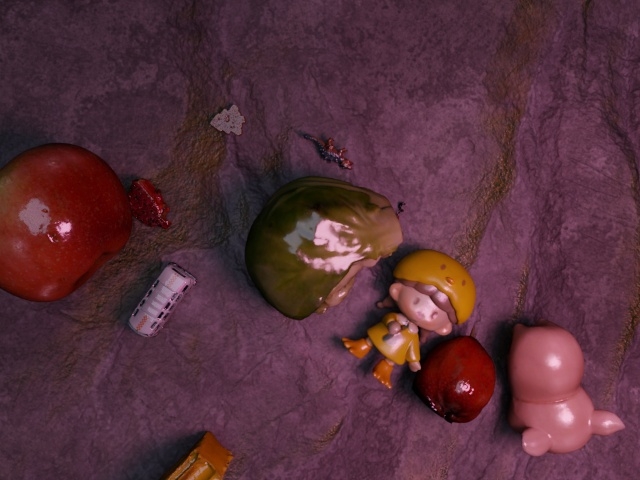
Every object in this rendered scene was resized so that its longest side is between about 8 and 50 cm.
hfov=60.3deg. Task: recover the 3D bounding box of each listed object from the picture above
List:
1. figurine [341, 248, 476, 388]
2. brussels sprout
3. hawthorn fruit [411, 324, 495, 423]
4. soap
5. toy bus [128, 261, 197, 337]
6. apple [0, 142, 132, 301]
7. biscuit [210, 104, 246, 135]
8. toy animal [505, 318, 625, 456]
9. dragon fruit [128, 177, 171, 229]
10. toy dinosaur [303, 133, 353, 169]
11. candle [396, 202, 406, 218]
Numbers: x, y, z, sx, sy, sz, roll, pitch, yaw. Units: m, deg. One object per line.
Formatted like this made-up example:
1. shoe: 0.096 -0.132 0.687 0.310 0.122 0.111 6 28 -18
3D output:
1. figurine: 0.222 0.179 1.357 0.215 0.187 0.343 45 89 -6
2. brussels sprout: 0.000 0.000 1.300 0.371 0.276 0.315 -31 93 -6
3. hawthorn fruit: 0.342 0.328 1.371 0.189 0.189 0.251 34 66 -2
4. soap: -0.354 0.603 1.276 0.324 0.204 0.096 -44 88 -6
5. toy bus: -0.395 0.151 1.353 0.087 0.089 0.194 36 86 -2
6. apple: -0.593 -0.038 1.228 0.348 0.348 0.277 -42 97 -5
7. biscuit: -0.239 -0.306 1.426 0.092 0.016 0.082 -12 93 -4
8. toy animal: 0.558 0.360 1.343 0.237 0.269 0.326 -14 128 2
9. dragon fruit: -0.419 -0.093 1.391 0.131 0.063 0.097 36 120 2
10. toy dinosaur: 0.023 -0.232 1.428 0.154 0.049 0.055 32 88 -7
11. candle: 0.179 -0.026 1.443 0.026 0.021 0.167 35 83 -28
